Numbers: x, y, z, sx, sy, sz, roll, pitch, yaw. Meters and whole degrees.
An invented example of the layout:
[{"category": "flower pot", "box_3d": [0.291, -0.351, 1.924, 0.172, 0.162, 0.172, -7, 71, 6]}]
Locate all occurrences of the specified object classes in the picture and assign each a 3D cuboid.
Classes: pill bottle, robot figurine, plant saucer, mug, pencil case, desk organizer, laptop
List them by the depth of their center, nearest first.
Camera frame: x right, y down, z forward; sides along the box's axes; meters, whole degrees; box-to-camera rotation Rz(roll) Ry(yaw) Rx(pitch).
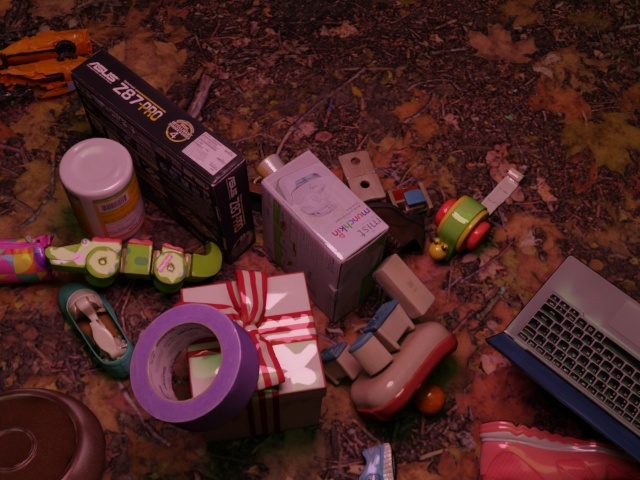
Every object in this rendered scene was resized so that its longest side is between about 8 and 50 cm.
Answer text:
[{"category": "plant saucer", "box_3d": [-0.533, 0.371, 1.310, 0.311, 0.050, 0.310, 3, 43, -2]}, {"category": "laptop", "box_3d": [0.546, 0.214, 1.403, 0.382, 0.236, 0.408, 39, 65, 18]}, {"category": "pill bottle", "box_3d": [-0.426, -0.079, 1.517, 0.137, 0.245, 0.136, 2, 59, -3]}, {"category": "pencil case", "box_3d": [-0.651, 0.037, 1.523, 0.237, 0.104, 0.104, -6, 60, -6]}, {"category": "desk organizer", "box_3d": [-0.177, -0.100, 1.660, 0.130, 0.047, 0.050, 15, 62, 6]}, {"category": "mug", "box_3d": [-0.103, -0.144, 1.692, 0.064, 0.078, 0.062, 49, 35, 13]}, {"category": "robot figurine", "box_3d": [-0.682, -0.409, 1.793, 0.291, 0.085, 0.211, -13, 61, -11]}]

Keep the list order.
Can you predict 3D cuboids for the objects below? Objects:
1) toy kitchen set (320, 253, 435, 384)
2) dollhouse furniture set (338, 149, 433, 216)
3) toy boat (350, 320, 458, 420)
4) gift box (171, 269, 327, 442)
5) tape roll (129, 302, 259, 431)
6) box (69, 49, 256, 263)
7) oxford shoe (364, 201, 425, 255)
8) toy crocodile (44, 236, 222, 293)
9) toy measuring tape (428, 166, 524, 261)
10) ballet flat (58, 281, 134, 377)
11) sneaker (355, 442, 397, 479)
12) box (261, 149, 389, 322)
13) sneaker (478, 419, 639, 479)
[{"category": "toy kitchen set", "box_3d": [0.085, 0.153, 1.455, 0.122, 0.166, 0.207, 49, 53, -8]}, {"category": "dollhouse furniture set", "box_3d": [0.140, -0.117, 1.638, 0.184, 0.129, 0.128, -14, 61, -10]}, {"category": "toy boat", "box_3d": [0.178, 0.264, 1.429, 0.151, 0.151, 0.231, 49, 65, -11]}, {"category": "gift box", "box_3d": [-0.137, 0.219, 1.350, 0.277, 0.258, 0.255, -12, 61, -11]}, {"category": "tape roll", "box_3d": [-0.197, 0.200, 1.194, 0.189, 0.080, 0.188, -8, 65, 16]}, {"category": "box", "box_3d": [-0.308, -0.159, 1.530, 0.395, 0.318, 0.097, 37, 65, 18]}, {"category": "oxford shoe", "box_3d": [0.137, -0.020, 1.561, 0.227, 0.083, 0.096, 13, 60, -35]}, {"category": "toy crocodile", "box_3d": [-0.367, 0.040, 1.504, 0.341, 0.115, 0.105, 5, 74, -11]}, {"category": "toy measuring tape", "box_3d": [0.344, -0.074, 1.634, 0.121, 0.121, 0.330, 40, 65, 19]}, {"category": "ballet flat", "box_3d": [-0.433, 0.156, 1.470, 0.083, 0.087, 0.247, -34, 66, -20]}, {"category": "sneaker", "box_3d": [0.099, 0.446, 1.354, 0.073, 0.063, 0.162, -7, 54, 13]}, {"category": "box", "box_3d": [0.000, 0.000, 1.486, 0.127, 0.262, 0.231, -37, 67, -22]}, {"category": "sneaker", "box_3d": [0.435, 0.419, 1.367, 0.314, 0.116, 0.136, 10, 72, 8]}]
